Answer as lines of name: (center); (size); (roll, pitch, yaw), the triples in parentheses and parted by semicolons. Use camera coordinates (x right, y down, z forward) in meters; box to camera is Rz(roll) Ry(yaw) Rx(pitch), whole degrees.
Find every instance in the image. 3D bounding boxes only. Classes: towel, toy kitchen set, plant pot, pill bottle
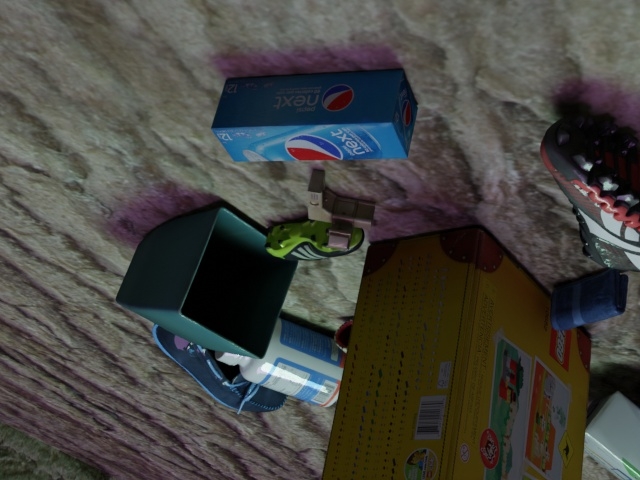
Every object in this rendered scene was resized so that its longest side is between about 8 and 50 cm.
towel: (0.361, 0.082, 1.243); (0.029, 0.067, 0.119); (25, 151, -26)
toy kitchen set: (0.024, -0.036, 1.169); (0.083, 0.068, 0.075); (10, 153, 6)
plant pot: (-0.190, 0.066, 1.373); (0.234, 0.166, 0.165); (-3, 150, 46)
pill bottle: (-0.067, 0.203, 1.615); (0.221, 0.124, 0.124); (24, 151, -18)

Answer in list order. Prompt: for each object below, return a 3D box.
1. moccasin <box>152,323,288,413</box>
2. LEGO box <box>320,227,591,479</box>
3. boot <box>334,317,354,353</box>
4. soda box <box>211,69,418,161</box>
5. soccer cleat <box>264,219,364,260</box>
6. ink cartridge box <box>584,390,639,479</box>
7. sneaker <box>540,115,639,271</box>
moccasin: (-0.165, 0.235, 1.706); (0.116, 0.138, 0.342); (-9, 147, 39)
LEGO box: (0.196, 0.292, 1.250); (0.193, 0.500, 0.372); (-10, 144, 37)
boot: (0.153, 0.201, 1.547); (0.236, 0.085, 0.178); (-2, 148, 35)
soda box: (-0.007, -0.132, 0.993); (0.210, 0.071, 0.067); (1, 150, 23)
soccer cleat: (0.000, 0.000, 1.273); (0.178, 0.060, 0.072); (-4, 159, 43)
ink cartridge box: (0.513, 0.342, 1.539); (0.154, 0.093, 0.212); (39, 175, 13)
sneaker: (0.317, -0.037, 0.999); (0.276, 0.098, 0.135); (28, 147, -30)
